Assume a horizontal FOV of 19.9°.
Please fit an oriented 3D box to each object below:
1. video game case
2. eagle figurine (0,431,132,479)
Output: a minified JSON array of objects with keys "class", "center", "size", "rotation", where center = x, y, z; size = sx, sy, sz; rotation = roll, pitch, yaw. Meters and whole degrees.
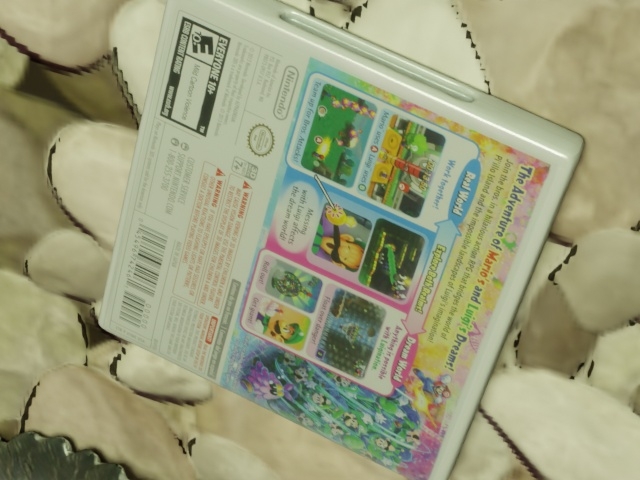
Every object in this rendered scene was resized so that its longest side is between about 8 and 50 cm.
[{"class":"video game case","center":[0.000,0.000,0.625],"size":[0.143,0.019,0.157],"rotation":[25,128,10]},{"class":"eagle figurine","center":[-0.187,0.200,0.779],"size":[0.298,0.225,0.226],"rotation":[-1,170,-6]}]
